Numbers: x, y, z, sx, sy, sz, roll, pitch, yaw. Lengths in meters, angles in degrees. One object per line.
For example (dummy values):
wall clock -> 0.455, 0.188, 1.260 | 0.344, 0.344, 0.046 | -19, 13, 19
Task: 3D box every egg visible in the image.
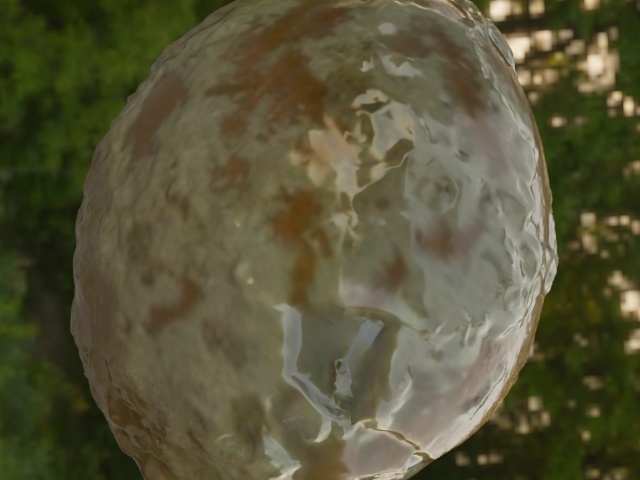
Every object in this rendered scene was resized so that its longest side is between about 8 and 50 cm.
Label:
egg -> 0.000, 0.000, 0.717 | 0.195, 0.195, 0.233 | 91, 25, -65
